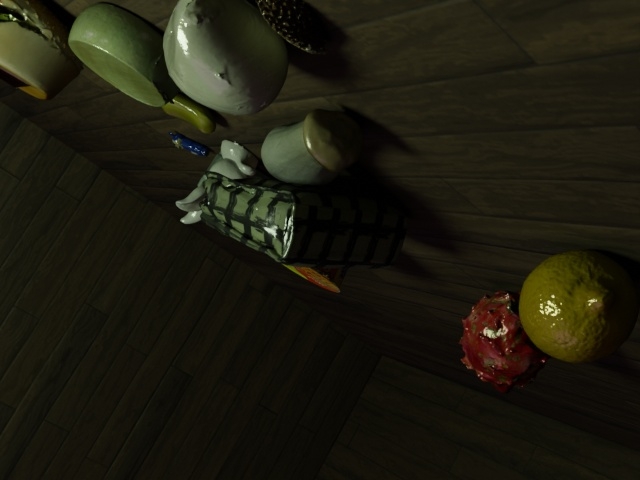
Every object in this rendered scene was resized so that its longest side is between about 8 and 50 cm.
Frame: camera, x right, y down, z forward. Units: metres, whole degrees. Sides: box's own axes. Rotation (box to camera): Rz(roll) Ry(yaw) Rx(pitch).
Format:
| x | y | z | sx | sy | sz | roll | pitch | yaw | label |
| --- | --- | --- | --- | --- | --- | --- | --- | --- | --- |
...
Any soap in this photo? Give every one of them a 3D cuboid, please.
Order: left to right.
| x | y | z | sx | sy | sz | roll | pitch | yaw | label |
| --- | --- | --- | --- | --- | --- | --- | --- | --- | --- |
| -0.288 | -0.281 | 1.803 | 0.140 | 0.045 | 0.089 | 28 | 172 | 6 | soap |

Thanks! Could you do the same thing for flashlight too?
| x | y | z | sx | sy | sz | roll | pitch | yaw | label |
| --- | --- | --- | --- | --- | --- | --- | --- | --- | --- |
| -0.339 | -0.243 | 2.128 | 0.121 | 0.035 | 0.057 | 26 | 167 | 23 | flashlight |

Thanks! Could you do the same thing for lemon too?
| x | y | z | sx | sy | sz | roll | pitch | yaw | label |
| --- | --- | --- | --- | --- | --- | --- | --- | --- | --- |
| 0.416 | 0.106 | 1.345 | 0.187 | 0.187 | 0.244 | 29 | 172 | 5 | lemon |

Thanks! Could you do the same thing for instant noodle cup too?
| x | y | z | sx | sy | sz | roll | pitch | yaw | label |
| --- | --- | --- | --- | --- | --- | --- | --- | --- | --- |
| 0.000 | 0.000 | 1.979 | 0.213 | 0.174 | 0.213 | 30 | 170 | 6 | instant noodle cup |

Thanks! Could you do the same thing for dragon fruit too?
| x | y | z | sx | sy | sz | roll | pitch | yaw | label |
| --- | --- | --- | --- | --- | --- | --- | --- | --- | --- |
| 0.409 | 0.201 | 1.794 | 0.205 | 0.210 | 0.268 | 43 | 156 | 27 | dragon fruit |

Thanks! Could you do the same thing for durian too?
| x | y | z | sx | sy | sz | roll | pitch | yaw | label |
| --- | --- | --- | --- | --- | --- | --- | --- | --- | --- |
| -0.038 | -0.287 | 1.115 | 0.130 | 0.052 | 0.066 | 35 | 171 | -26 | durian |

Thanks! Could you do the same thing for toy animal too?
| x | y | z | sx | sy | sz | roll | pitch | yaw | label |
| --- | --- | --- | --- | --- | --- | --- | --- | --- | --- |
| -0.230 | -0.119 | 1.934 | 0.131 | 0.221 | 0.104 | 31 | 165 | 2 | toy animal |

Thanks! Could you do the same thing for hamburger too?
| x | y | z | sx | sy | sz | roll | pitch | yaw | label |
| --- | --- | --- | --- | --- | --- | --- | --- | --- | --- |
| -0.643 | -0.429 | 1.750 | 0.302 | 0.170 | 0.302 | 28 | 173 | 4 | hamburger |

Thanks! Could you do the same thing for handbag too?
| x | y | z | sx | sy | sz | roll | pitch | yaw | label |
| --- | --- | --- | --- | --- | --- | --- | --- | --- | --- |
| -0.045 | -0.050 | 1.694 | 0.325 | 0.162 | 0.327 | 5 | -166 | -44 | handbag |

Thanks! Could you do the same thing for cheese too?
| x | y | z | sx | sy | sz | roll | pitch | yaw | label |
| --- | --- | --- | --- | --- | --- | --- | --- | --- | --- |
| -0.138 | -0.267 | 1.201 | 0.189 | 0.154 | 0.198 | 27 | 170 | -15 | cheese |

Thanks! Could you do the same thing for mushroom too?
| x | y | z | sx | sy | sz | roll | pitch | yaw | label |
| --- | --- | --- | --- | --- | --- | --- | --- | --- | --- |
| -0.006 | -0.165 | 1.478 | 0.159 | 0.122 | 0.328 | -6 | 180 | -17 | mushroom |

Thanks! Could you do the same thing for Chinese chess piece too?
| x | y | z | sx | sy | sz | roll | pitch | yaw | label |
| --- | --- | --- | --- | --- | --- | --- | --- | --- | --- |
| -0.360 | -0.348 | 1.570 | 0.237 | 0.092 | 0.238 | 29 | 168 | 7 | Chinese chess piece |

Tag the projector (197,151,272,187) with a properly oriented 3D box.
| x | y | z | sx | sy | sz | roll | pitch | yaw | label |
| --- | --- | --- | --- | --- | --- | --- | --- | --- | --- |
| -0.175 | -0.119 | 2.105 | 0.256 | 0.099 | 0.192 | 32 | 170 | -9 | projector |
